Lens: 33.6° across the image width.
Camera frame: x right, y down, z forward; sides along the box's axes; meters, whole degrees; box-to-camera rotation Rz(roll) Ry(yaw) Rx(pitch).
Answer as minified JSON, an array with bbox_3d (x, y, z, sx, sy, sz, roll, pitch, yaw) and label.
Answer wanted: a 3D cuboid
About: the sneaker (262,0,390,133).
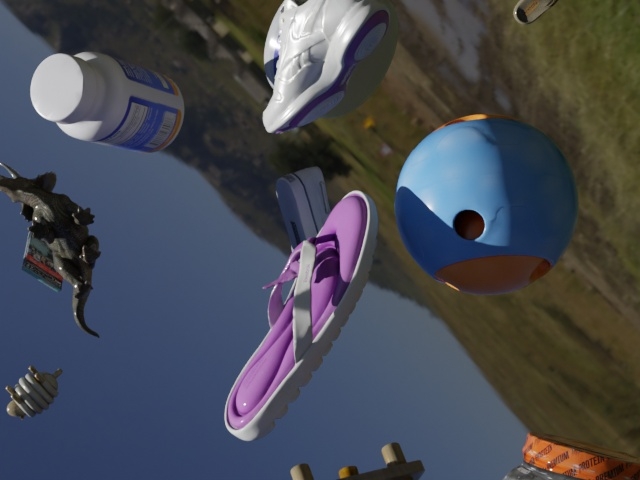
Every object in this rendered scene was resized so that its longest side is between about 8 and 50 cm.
[{"bbox_3d":[-0.013,-0.292,1.638,0.152,0.305,0.114,50,-139,11],"label":"sneaker"}]

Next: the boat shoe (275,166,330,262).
[{"bbox_3d":[0.000,0.000,1.803,0.095,0.084,0.258,26,134,53],"label":"boat shoe"}]

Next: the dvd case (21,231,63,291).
[{"bbox_3d":[-0.528,0.036,2.033,0.087,0.013,0.119,38,-152,-32],"label":"dvd case"}]

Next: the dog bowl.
[{"bbox_3d":[0.024,-0.370,2.012,0.104,0.265,0.265,34,177,32],"label":"dog bowl"}]

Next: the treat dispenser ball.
[{"bbox_3d":[0.262,-0.056,1.677,0.288,0.288,0.288,46,-176,-4],"label":"treat dispenser ball"}]

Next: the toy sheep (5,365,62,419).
[{"bbox_3d":[-0.569,0.302,2.113,0.091,0.132,0.091,48,169,13],"label":"toy sheep"}]

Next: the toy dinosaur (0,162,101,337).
[{"bbox_3d":[-0.406,0.003,1.717,0.313,0.121,0.160,61,172,-20],"label":"toy dinosaur"}]

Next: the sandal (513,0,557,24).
[{"bbox_3d":[0.476,-0.527,2.233,0.072,0.180,0.049,41,-155,-2],"label":"sandal"}]

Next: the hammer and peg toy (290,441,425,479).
[{"bbox_3d":[0.039,0.522,2.016,0.361,0.266,0.127,110,145,-52],"label":"hammer and peg toy"}]

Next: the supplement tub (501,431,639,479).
[{"bbox_3d":[0.303,0.424,1.321,0.207,0.337,0.207,13,177,1],"label":"supplement tub"}]

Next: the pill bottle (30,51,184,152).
[{"bbox_3d":[-0.368,-0.241,1.832,0.152,0.152,0.272,47,-163,21],"label":"pill bottle"}]

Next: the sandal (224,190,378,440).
[{"bbox_3d":[-0.039,0.103,1.579,0.102,0.416,0.169,30,173,-30],"label":"sandal"}]
